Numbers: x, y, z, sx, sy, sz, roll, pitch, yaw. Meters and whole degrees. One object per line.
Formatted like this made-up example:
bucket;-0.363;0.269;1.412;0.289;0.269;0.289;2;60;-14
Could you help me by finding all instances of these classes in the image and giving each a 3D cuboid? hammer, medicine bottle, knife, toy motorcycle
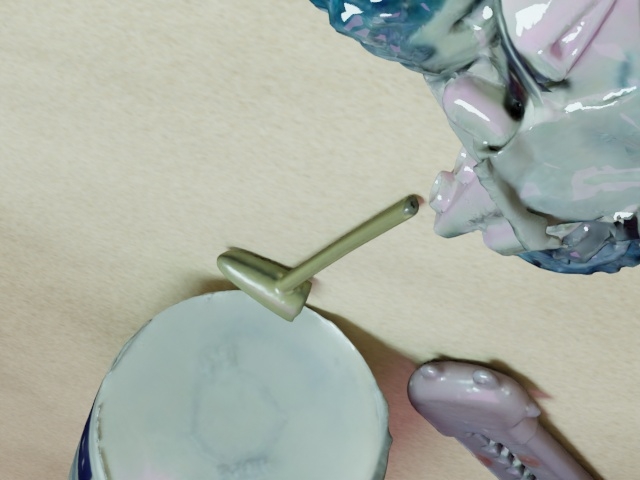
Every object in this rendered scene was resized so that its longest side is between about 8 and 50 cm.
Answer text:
hammer;0.000;0.000;1.045;0.060;0.028;0.195;33;152;-13
medicine bottle;-0.079;0.171;1.275;0.190;0.190;0.332;21;158;-4
knife;0.163;0.180;1.297;0.132;0.038;0.398;1;151;33
toy motorcycle;0.082;-0.067;0.718;0.204;0.108;0.239;19;136;-12
